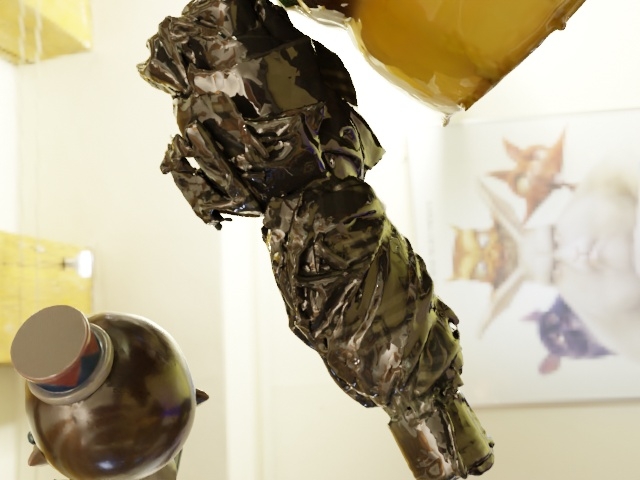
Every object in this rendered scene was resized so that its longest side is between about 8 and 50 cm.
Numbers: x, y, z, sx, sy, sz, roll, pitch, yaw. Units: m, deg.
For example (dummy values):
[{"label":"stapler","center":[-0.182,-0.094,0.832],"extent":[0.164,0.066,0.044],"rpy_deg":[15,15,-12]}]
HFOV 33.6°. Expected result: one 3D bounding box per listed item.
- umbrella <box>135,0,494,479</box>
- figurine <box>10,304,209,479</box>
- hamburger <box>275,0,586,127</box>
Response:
[{"label":"umbrella","center":[0.002,-0.002,0.681],"extent":[0.337,0.128,0.154],"rpy_deg":[59,-161,-1]},{"label":"figurine","center":[-0.185,0.142,0.923],"extent":[0.158,0.161,0.275],"rpy_deg":[61,159,21]},{"label":"hamburger","center":[0.103,-0.292,0.670],"extent":[0.396,0.277,0.396],"rpy_deg":[-49,1,2]}]
